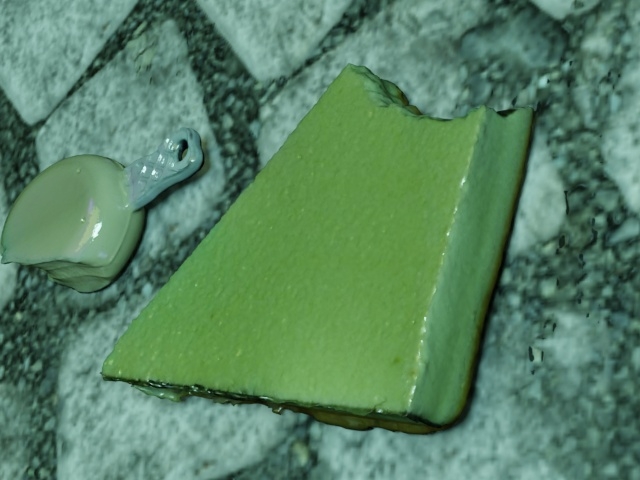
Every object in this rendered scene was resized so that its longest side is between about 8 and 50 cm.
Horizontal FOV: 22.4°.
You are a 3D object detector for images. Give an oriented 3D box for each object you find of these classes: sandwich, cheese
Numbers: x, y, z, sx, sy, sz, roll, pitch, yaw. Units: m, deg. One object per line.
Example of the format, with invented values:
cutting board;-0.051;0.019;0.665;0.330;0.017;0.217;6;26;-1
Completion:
sandwich;0.000;0.000;0.944;0.245;0.063;0.212;3;71;41
cheese;-0.145;-0.018;1.080;0.171;0.047;0.092;-12;66;37
